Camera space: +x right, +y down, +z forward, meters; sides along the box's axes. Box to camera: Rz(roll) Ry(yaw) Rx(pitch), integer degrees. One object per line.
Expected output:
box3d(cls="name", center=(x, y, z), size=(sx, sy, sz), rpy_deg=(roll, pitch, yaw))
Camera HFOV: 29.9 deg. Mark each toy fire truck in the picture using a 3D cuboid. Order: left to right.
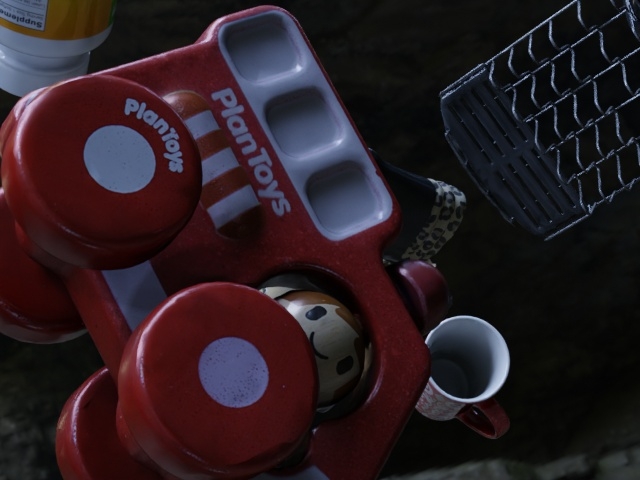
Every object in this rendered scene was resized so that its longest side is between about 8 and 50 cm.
box3d(cls="toy fire truck", center=(-0.047, 0.018, 0.701), size=(0.254, 0.302, 0.169), rpy_deg=(-25, -9, -32))

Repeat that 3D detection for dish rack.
box3d(cls="dish rack", center=(0.253, -0.124, 1.133), size=(0.271, 0.208, 0.074), rpy_deg=(-34, 8, 25))

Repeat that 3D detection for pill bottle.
box3d(cls="pill bottle", center=(-0.256, -0.260, 1.133), size=(0.136, 0.136, 0.245), rpy_deg=(-11, -43, -32))

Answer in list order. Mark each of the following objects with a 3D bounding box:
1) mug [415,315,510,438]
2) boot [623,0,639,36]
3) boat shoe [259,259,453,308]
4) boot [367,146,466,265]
box3d(cls="mug", center=(0.175, 0.194, 1.579), size=(0.113, 0.150, 0.169), rpy_deg=(-3, -19, -9))
box3d(cls="boot", center=(0.422, -0.410, 1.527), size=(0.094, 0.246, 0.207), rpy_deg=(-6, -30, 1))
box3d(cls="boat shoe", center=(-0.014, 0.076, 1.364), size=(0.324, 0.120, 0.122), rpy_deg=(-19, 8, 16))
box3d(cls="boot", center=(0.001, 0.001, 1.091), size=(0.179, 0.085, 0.236), rpy_deg=(20, -49, -33))
